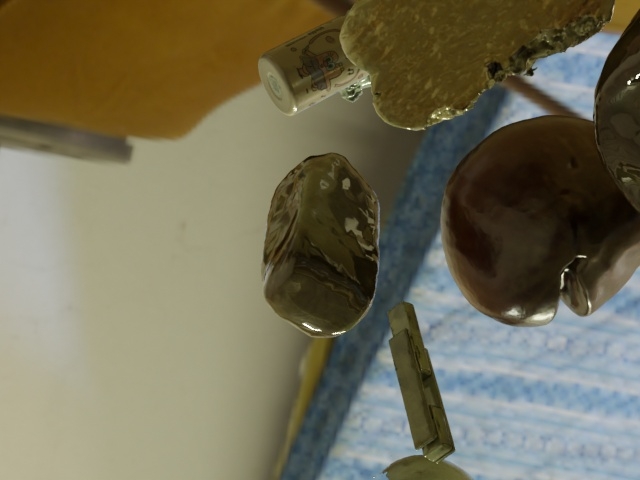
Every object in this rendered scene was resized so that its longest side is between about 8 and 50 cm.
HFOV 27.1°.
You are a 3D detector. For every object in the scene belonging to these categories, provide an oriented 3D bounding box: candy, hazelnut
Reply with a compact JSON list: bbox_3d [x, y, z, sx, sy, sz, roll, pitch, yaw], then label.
[{"bbox_3d":[0.000,0.000,1.381,0.104,0.102,0.234,34,-148,-17],"label":"candy"},{"bbox_3d":[0.249,-0.023,1.378,0.251,0.217,0.217,-22,179,-2],"label":"hazelnut"}]

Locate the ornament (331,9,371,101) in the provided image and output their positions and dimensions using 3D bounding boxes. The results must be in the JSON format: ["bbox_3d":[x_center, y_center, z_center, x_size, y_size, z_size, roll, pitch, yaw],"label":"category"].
[{"bbox_3d":[0.118,-0.318,2.014,0.285,0.130,0.120,-25,176,27],"label":"ornament"}]

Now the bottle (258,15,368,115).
[{"bbox_3d":[0.021,-0.260,1.894,0.209,0.097,0.110,-29,160,-19],"label":"bottle"}]

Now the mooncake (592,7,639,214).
[{"bbox_3d":[0.376,-0.102,1.121,0.284,0.155,0.284,24,143,19],"label":"mooncake"}]

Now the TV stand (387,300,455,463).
[{"bbox_3d":[0.130,0.184,1.798,0.042,0.249,0.036,26,126,-35],"label":"TV stand"}]

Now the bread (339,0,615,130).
[{"bbox_3d":[0.137,-0.223,1.228,0.250,0.182,0.039,-29,179,11],"label":"bread"}]

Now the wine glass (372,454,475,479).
[{"bbox_3d":[0.183,0.433,1.947,0.190,0.191,0.357,11,-178,-14],"label":"wine glass"}]
